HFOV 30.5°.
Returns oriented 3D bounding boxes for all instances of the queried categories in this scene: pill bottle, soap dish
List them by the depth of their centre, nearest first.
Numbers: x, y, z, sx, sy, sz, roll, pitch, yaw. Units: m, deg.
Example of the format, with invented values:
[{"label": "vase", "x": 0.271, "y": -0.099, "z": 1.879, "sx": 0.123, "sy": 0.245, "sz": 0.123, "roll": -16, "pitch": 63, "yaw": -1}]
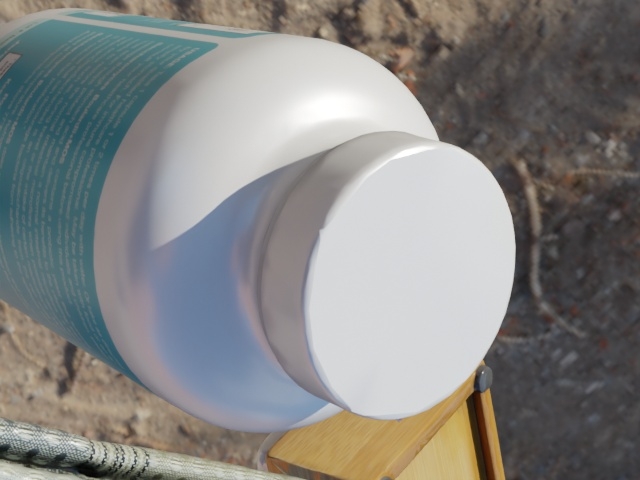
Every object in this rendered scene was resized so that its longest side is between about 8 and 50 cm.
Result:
[{"label": "pill bottle", "x": -0.049, "y": -0.013, "z": 0.472, "sx": 0.146, "sy": 0.264, "sz": 0.146, "roll": -11, "pitch": 109, "yaw": -35}, {"label": "soap dish", "x": 0.073, "y": 0.244, "z": 1.027, "sx": 0.229, "sy": 0.118, "sz": 0.291, "roll": -38, "pitch": 124, "yaw": -43}]

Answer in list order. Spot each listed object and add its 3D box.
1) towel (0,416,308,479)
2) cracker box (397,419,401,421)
[{"label": "towel", "x": -0.205, "y": 0.175, "z": 0.708, "sx": 0.312, "sy": 0.056, "sz": 0.324, "roll": -22, "pitch": 151, "yaw": 35}, {"label": "cracker box", "x": 0.000, "y": 0.000, "z": 0.820, "sx": 0.232, "sy": 0.156, "sz": 0.067, "roll": 40, "pitch": 113, "yaw": -4}]
